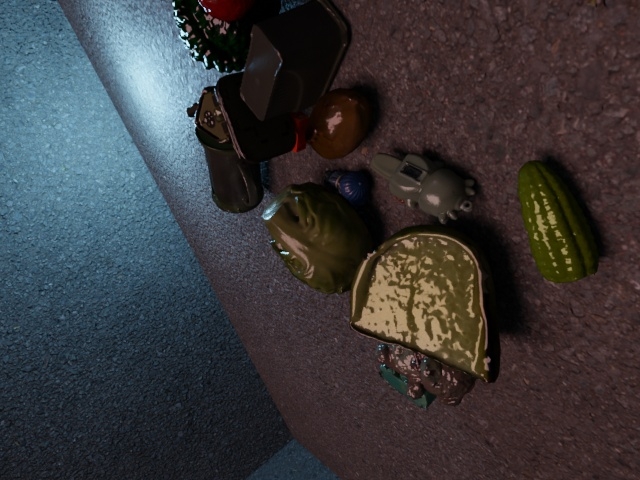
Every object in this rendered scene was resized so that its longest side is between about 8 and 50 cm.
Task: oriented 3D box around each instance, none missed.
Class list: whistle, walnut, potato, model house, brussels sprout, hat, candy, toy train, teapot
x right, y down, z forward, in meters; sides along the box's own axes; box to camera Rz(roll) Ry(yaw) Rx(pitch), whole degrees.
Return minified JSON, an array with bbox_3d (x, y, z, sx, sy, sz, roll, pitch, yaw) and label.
[{"bbox_3d":[0.201,-0.116,0.958,0.253,0.102,0.105,34,149,35],"label":"whistle"},{"bbox_3d":[0.037,-0.256,1.059,0.137,0.137,0.245,56,155,4],"label":"walnut"},{"bbox_3d":[0.255,0.094,1.028,0.331,0.213,0.279,15,109,26],"label":"potato"},{"bbox_3d":[-0.236,-0.298,1.245,0.279,0.205,0.218,-5,108,46],"label":"model house"},{"bbox_3d":[0.000,0.000,1.267,0.328,0.247,0.328,39,166,12],"label":"brussels sprout"},{"bbox_3d":[-0.181,-0.501,0.966,0.332,0.242,0.274,-143,44,-71],"label":"hat"},{"bbox_3d":[0.374,-0.032,0.764,0.097,0.097,0.209,-7,111,62],"label":"candy"},{"bbox_3d":[0.267,0.391,1.404,0.203,0.112,0.163,28,148,46],"label":"toy train"},{"bbox_3d":[-0.270,-0.224,1.541,0.270,0.200,0.337,55,158,29],"label":"teapot"}]

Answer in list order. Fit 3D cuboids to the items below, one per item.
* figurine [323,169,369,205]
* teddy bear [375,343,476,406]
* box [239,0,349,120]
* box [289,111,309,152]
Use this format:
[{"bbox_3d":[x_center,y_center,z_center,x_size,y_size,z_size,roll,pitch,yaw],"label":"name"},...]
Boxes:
[{"bbox_3d":[0.069,-0.145,1.199,0.149,0.086,0.087,42,128,51],"label":"figurine"},{"bbox_3d":[0.276,0.304,1.232,0.267,0.151,0.235,33,114,49],"label":"teddy bear"},{"bbox_3d":[-0.071,-0.384,1.044,0.138,0.178,0.274,53,153,9],"label":"box"},{"bbox_3d":[-0.101,-0.320,1.293,0.152,0.048,0.100,34,140,25],"label":"box"}]
